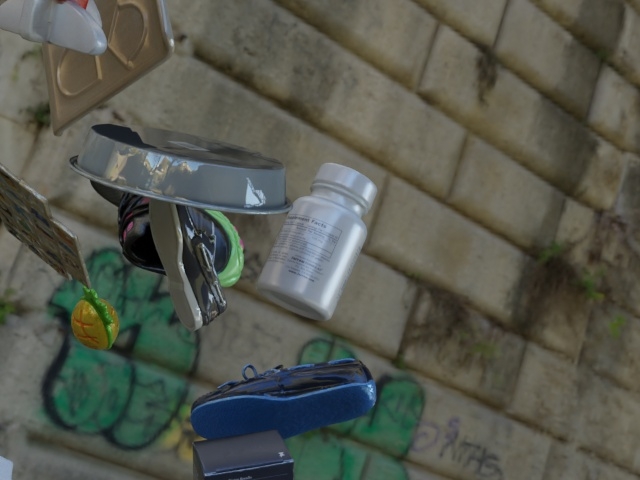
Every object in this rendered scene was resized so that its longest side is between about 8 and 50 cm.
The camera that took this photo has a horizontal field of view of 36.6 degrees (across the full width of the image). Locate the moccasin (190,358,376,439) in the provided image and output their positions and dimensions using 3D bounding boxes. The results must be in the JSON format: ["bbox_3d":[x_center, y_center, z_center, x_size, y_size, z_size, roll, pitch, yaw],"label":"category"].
[{"bbox_3d":[-0.069,0.297,1.801,0.342,0.117,0.138,-6,-59,-3],"label":"moccasin"}]

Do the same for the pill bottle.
[{"bbox_3d":[0.000,0.000,1.539,0.131,0.229,0.131,23,-15,6],"label":"pill bottle"}]

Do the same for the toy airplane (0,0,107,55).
[{"bbox_3d":[-0.326,-0.450,1.343,0.384,0.272,0.386,-32,-85,41],"label":"toy airplane"}]

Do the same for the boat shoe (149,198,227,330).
[{"bbox_3d":[-0.170,0.014,1.265,0.065,0.206,0.075,-22,20,-32],"label":"boat shoe"}]

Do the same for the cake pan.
[{"bbox_3d":[-0.173,-0.097,1.249,0.293,0.054,0.293,12,12,-3],"label":"cake pan"}]

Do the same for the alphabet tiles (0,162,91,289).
[{"bbox_3d":[-0.527,-0.043,1.724,0.285,0.011,0.342,37,-23,11],"label":"alphabet tiles"}]

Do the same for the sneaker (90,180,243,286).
[{"bbox_3d":[-0.374,-0.056,2.157,0.202,0.185,0.483,-21,46,-42],"label":"sneaker"}]

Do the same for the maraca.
[{"bbox_3d":[-0.497,0.173,2.139,0.127,0.099,0.186,46,-34,16],"label":"maraca"}]

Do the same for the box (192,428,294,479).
[{"bbox_3d":[-0.129,0.436,1.615,0.153,0.207,0.108,-4,20,-18],"label":"box"}]

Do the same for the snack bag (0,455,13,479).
[{"bbox_3d":[-0.486,0.373,1.200,0.037,0.342,0.323,-26,-42,11],"label":"snack bag"}]

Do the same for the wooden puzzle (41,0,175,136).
[{"bbox_3d":[-0.371,-0.387,1.695,0.348,0.322,0.080,-28,-25,36],"label":"wooden puzzle"}]
